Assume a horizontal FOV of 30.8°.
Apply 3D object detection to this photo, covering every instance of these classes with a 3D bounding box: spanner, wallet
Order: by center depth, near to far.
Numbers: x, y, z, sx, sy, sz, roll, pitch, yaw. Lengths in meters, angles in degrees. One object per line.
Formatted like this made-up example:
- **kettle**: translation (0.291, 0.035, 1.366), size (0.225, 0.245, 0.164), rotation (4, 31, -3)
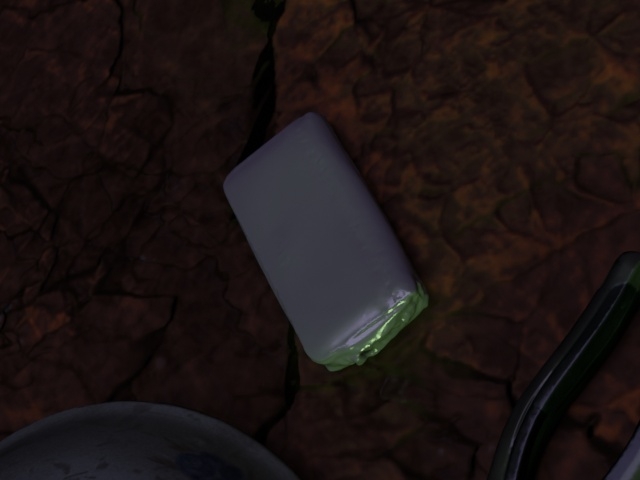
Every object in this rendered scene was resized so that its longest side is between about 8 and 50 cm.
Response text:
- **spanner**: translation (0.117, 0.155, 0.643), size (0.095, 0.040, 0.325), rotation (31, 87, 36)
- **wallet**: translation (0.000, 0.000, 0.785), size (0.095, 0.033, 0.190), rotation (-37, 55, 15)

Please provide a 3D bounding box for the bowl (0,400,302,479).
- **bowl**: translation (-0.135, 0.233, 0.640), size (0.313, 0.146, 0.313), rotation (-3, 73, 9)
